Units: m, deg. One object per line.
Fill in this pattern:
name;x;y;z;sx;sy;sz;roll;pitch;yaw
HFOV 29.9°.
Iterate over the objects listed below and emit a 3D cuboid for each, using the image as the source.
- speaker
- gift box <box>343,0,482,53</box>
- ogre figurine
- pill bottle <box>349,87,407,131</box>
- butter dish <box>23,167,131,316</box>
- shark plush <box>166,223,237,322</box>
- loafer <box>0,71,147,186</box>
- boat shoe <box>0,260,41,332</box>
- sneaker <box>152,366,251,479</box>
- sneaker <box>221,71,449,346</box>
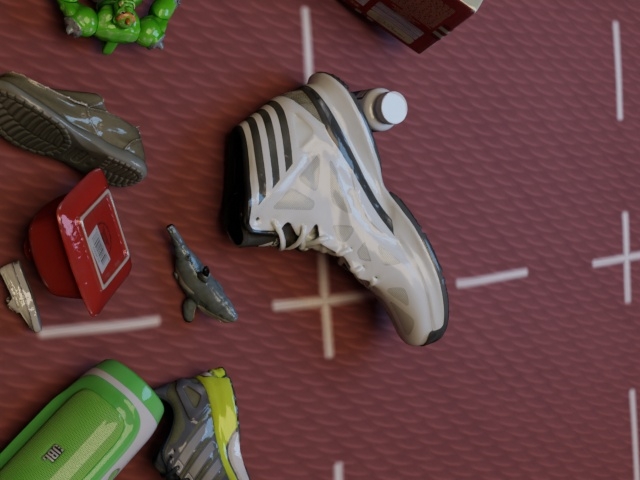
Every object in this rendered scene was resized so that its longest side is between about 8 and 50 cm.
speaker;-0.340;0.296;1.557;0.296;0.131;0.131;-48;115;-24
gift box;0.147;-0.471;1.814;0.255;0.276;0.258;35;75;-15
ogre figurine;-0.276;-0.321;1.621;0.197;0.097;0.118;14;64;-48
pill bottle;0.078;-0.199;1.837;0.067;0.120;0.067;-1;91;-34
butter dish;-0.333;0.005;1.572;0.160;0.118;0.160;-66;146;-63
shark plush;-0.168;0.044;1.705;0.073;0.067;0.161;-24;104;-31
loafer;-0.337;-0.157;1.590;0.251;0.094;0.087;32;48;-39
boat shoe;-0.397;0.077;1.577;0.035;0.035;0.100;-18;106;-5
sneaker;-0.168;0.327;1.660;0.121;0.111;0.300;-4;64;-20
sneaker;-0.001;0.000;1.787;0.257;0.169;0.447;-30;99;-21
